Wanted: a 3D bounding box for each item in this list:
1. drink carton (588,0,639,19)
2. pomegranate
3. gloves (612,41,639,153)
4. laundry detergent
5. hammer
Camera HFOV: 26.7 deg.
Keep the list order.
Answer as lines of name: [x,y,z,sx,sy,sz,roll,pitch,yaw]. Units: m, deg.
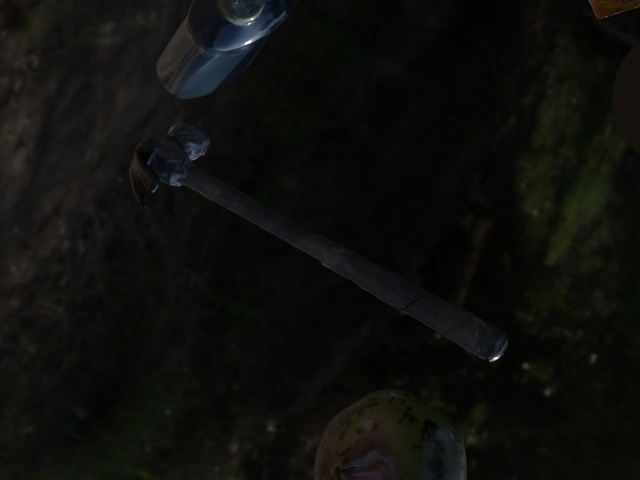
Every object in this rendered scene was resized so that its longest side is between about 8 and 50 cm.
drink carton: [0.295,-0.351,1.394,0.071,0.096,0.223,-45,113,-46]
pomegranate: [0.078,0.297,1.711,0.248,0.214,0.214,17,94,-65]
gloves: [0.426,-0.131,1.292,0.294,0.133,0.116,1,91,-35]
laundry detergent: [-0.078,-0.170,1.082,0.096,0.061,0.206,-30,-179,-15]
hammer: [0.000,0.001,1.354,0.044,0.427,0.152,-67,171,28]
